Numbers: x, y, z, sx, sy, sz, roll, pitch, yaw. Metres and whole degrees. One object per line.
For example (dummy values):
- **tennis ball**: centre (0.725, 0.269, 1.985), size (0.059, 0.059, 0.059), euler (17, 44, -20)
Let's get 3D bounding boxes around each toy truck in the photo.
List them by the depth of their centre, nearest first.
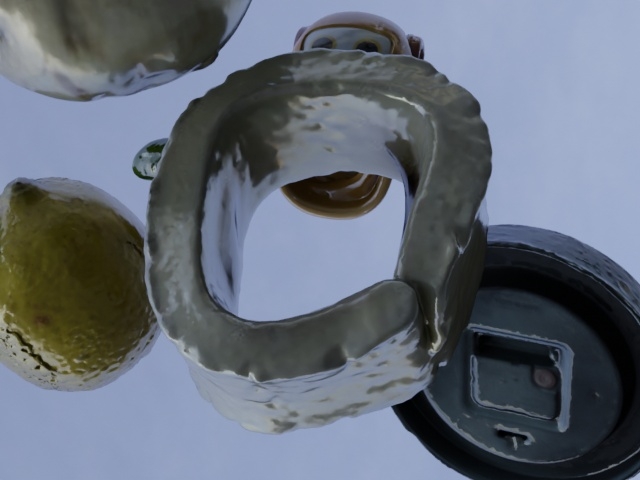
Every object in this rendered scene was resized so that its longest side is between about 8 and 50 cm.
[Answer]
- **toy truck**: centre (0.040, -0.193, 1.532), size (0.211, 0.204, 0.288), euler (-51, -33, -67)

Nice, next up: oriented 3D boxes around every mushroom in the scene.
- **mushroom**: centre (-0.206, -0.299, 0.872), size (0.314, 0.314, 0.336), euler (-41, -31, -25)

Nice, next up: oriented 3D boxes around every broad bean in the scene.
- **broad bean**: centre (-0.099, -0.104, 1.114), size (0.052, 0.256, 0.053), euler (-44, -55, -64)

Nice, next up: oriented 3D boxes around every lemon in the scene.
- **lemon**: centre (-0.328, 0.050, 1.303), size (0.258, 0.257, 0.310), euler (-44, -47, -24)

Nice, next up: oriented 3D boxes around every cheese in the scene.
- **cheese**: centre (0.002, -0.001, 0.905), size (0.153, 0.292, 0.332), euler (72, -155, -60)

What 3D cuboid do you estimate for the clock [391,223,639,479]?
- **clock**: centre (0.214, 0.134, 1.094), size (0.067, 0.325, 0.325), euler (-46, -61, -51)
